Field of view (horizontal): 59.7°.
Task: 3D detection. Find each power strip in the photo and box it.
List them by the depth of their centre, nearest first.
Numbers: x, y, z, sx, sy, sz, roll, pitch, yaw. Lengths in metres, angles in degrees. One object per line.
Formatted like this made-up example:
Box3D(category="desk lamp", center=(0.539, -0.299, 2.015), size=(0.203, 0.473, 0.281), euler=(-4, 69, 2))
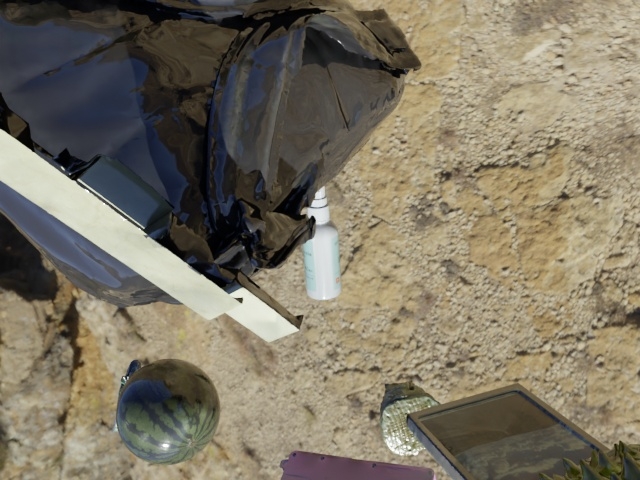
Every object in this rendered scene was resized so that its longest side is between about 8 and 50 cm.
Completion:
Box3D(category="power strip", center=(0.056, 0.416, 0.920), size=(0.278, 0.109, 0.038), euler=(-1, 126, 21))

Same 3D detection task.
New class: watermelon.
Box3D(category="watermelon", center=(-0.310, 0.347, 1.140), size=(0.212, 0.212, 0.212), euler=(15, 115, 35))

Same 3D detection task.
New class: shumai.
Box3D(category="shumai", center=(0.218, 0.462, 1.471), size=(0.142, 0.184, 0.184), euler=(163, 84, -82))

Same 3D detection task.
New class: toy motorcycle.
Box3D(category="toy motorcycle", center=(-0.488, 0.391, 1.425), size=(0.100, 0.058, 0.173), euler=(-125, 49, -73))

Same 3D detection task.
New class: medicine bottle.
Box3D(category="medicine bottle", center=(0.000, 0.000, 1.653), size=(0.110, 0.110, 0.352), euler=(13, 118, 35))

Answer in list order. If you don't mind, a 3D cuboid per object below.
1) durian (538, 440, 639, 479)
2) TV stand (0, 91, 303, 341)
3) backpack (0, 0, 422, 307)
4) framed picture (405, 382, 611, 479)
Box3D(category="durian", center=(0.199, 0.212, 0.269), size=(0.291, 0.291, 0.225), euler=(-62, 37, 35))
Box3D(category="TV stand", center=(-0.104, -0.003, 0.351), size=(0.036, 0.042, 0.249), euler=(-29, 126, 28))
Box3D(category="backpack", center=(-0.103, -0.161, 0.549), size=(0.363, 0.445, 0.255), euler=(46, 144, 0))
Box3D(category="framed picture", center=(0.239, 0.254, 0.632), size=(0.260, 0.188, 0.023), euler=(-143, 49, -62))
